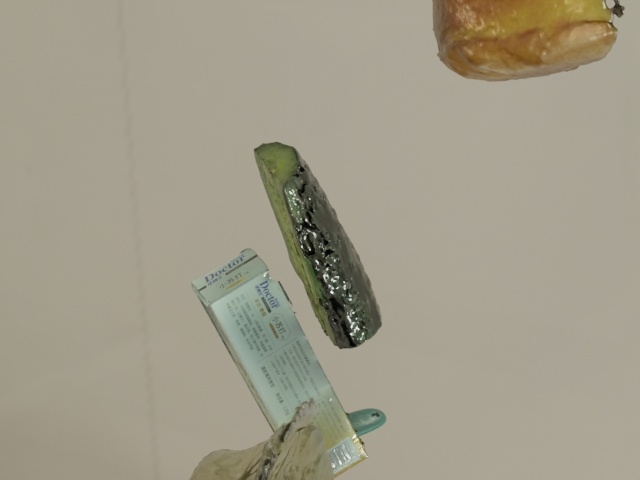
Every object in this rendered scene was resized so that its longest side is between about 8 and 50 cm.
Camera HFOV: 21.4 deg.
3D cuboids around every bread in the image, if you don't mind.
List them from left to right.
[{"bbox_3d":[0.167,-0.207,1.541,0.134,0.260,0.129,-14,95,-11],"label":"bread"}]

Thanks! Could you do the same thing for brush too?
[{"bbox_3d":[0.010,0.237,2.127,0.193,0.043,0.032,-16,137,-36],"label":"brush"}]

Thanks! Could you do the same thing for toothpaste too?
[{"bbox_3d":[-0.044,0.155,1.970,0.089,0.071,0.313,-31,124,-8],"label":"toothpaste"}]

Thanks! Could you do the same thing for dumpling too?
[{"bbox_3d":[-0.050,0.178,1.039,0.332,0.086,0.166,-25,117,-78],"label":"dumpling"}]

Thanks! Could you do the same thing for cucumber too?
[{"bbox_3d":[0.003,0.000,1.586,0.062,0.078,0.211,-26,126,-10],"label":"cucumber"}]
